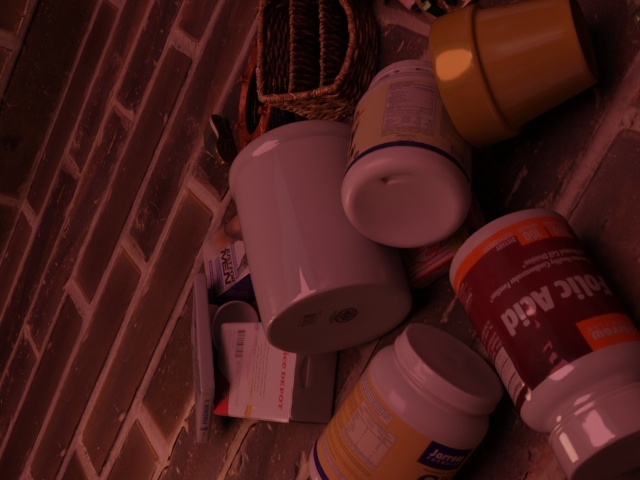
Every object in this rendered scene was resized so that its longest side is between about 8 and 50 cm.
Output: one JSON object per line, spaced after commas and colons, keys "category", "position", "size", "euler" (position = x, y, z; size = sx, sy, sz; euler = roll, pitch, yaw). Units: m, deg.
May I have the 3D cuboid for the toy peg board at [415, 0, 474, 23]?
{"category": "toy peg board", "position": [0.255, -0.560, 1.675], "size": [0.161, 0.079, 0.160], "euler": [-41, 64, 25]}

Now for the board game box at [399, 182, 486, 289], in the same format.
{"category": "board game box", "position": [0.241, -0.011, 1.589], "size": [0.193, 0.045, 0.146], "euler": [-38, 51, 36]}

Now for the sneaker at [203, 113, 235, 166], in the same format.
{"category": "sneaker", "position": [-0.299, -0.271, 2.302], "size": [0.086, 0.064, 0.192], "euler": [-49, 45, 39]}

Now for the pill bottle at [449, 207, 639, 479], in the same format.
{"category": "pill bottle", "position": [0.377, 0.159, 1.237], "size": [0.224, 0.224, 0.392], "euler": [-48, 47, 29]}

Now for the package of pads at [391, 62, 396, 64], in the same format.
{"category": "package of pads", "position": [0.170, -0.357, 1.792], "size": [0.050, 0.032, 0.083], "euler": [36, 106, 50]}

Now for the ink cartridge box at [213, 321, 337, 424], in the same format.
{"category": "ink cartridge box", "position": [-0.109, 0.305, 1.840], "size": [0.306, 0.131, 0.226], "euler": [-7, 74, 48]}

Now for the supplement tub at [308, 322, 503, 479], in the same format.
{"category": "supplement tub", "position": [0.153, 0.340, 1.434], "size": [0.331, 0.241, 0.241], "euler": [-59, 42, 20]}

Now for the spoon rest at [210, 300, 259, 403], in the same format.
{"category": "spoon rest", "position": [-0.219, 0.287, 1.992], "size": [0.084, 0.137, 0.276], "euler": [16, 103, 54]}

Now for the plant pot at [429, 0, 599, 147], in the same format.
{"category": "plant pot", "position": [0.354, -0.320, 1.416], "size": [0.239, 0.254, 0.254], "euler": [-17, 65, 29]}

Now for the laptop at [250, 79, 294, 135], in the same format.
{"category": "laptop", "position": [-0.139, -0.374, 2.077], "size": [0.264, 0.136, 0.234], "euler": [-15, 67, 41]}

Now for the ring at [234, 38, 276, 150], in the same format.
{"category": "ring", "position": [-0.180, -0.394, 2.131], "size": [0.336, 0.032, 0.336], "euler": [-173, 90, -69]}

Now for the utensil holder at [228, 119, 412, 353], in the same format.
{"category": "utensil holder", "position": [0.000, 0.000, 1.656], "size": [0.327, 0.328, 0.385], "euler": [-40, 52, 36]}

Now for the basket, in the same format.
{"category": "basket", "position": [-0.006, -0.457, 1.882], "size": [0.213, 0.223, 0.299], "euler": [-17, 65, 46]}

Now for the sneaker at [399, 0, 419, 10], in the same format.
{"category": "sneaker", "position": [0.234, -0.571, 1.773], "size": [0.134, 0.051, 0.070], "euler": [-43, 63, 25]}

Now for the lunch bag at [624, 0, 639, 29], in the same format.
{"category": "lunch bag", "position": [0.619, -0.352, 1.135], "size": [0.305, 0.212, 0.256], "euler": [-29, 74, 42]}

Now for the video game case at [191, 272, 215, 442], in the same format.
{"category": "video game case", "position": [-0.302, 0.300, 2.009], "size": [0.300, 0.036, 0.329], "euler": [104, 160, -51]}

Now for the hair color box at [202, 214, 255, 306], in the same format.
{"category": "hair color box", "position": [-0.162, 0.018, 2.012], "size": [0.339, 0.110, 0.185], "euler": [-36, 52, 36]}

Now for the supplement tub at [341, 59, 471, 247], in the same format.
{"category": "supplement tub", "position": [0.171, -0.172, 1.516], "size": [0.235, 0.235, 0.325], "euler": [-36, 30, 38]}
